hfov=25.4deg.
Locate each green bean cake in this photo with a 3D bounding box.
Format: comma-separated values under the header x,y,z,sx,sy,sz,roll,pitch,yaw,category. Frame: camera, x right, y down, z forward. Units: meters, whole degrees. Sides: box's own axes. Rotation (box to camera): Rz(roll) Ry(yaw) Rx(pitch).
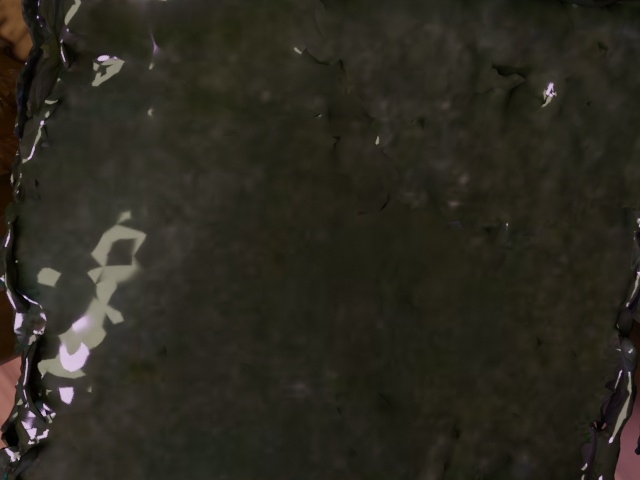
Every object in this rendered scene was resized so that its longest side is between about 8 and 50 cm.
x,y,z,sx,sy,sz,roll,pitch,yaw,category
0.000,0.000,0.561,0.255,0.132,0.241,0,112,-16,green bean cake

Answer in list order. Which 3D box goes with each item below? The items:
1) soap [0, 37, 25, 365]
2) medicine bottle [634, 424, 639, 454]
x,y,z,sx,sy,sz,roll,pitch,yaw,category
-0.193,-0.014,0.628,0.173,0.274,0.089,39,114,13,soap
0.332,0.109,0.507,0.426,0.108,0.108,18,108,20,medicine bottle
